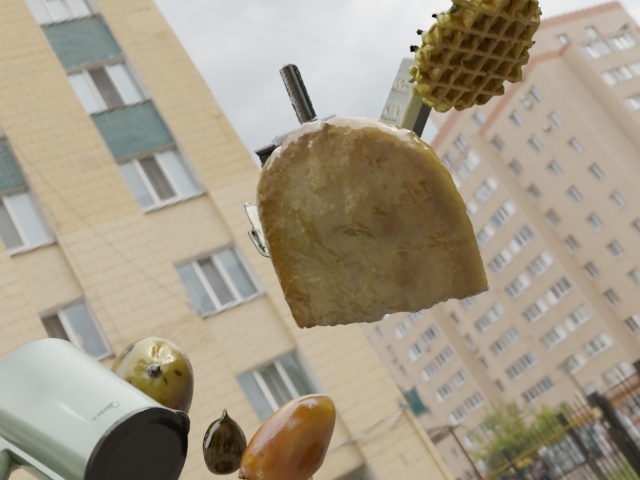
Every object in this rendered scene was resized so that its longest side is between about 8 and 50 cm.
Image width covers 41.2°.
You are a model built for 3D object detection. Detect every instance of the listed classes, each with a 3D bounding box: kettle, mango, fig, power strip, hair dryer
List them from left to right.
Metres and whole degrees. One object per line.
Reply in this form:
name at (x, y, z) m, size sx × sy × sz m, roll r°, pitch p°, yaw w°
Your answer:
kettle at (-0.489, 0.391, 1.622) m, size 0.361 × 0.376 × 0.250 m, roll -37°, pitch -51°, yaw -35°
mango at (-0.454, 0.460, 2.172) m, size 0.301 × 0.220 × 0.445 m, roll -87°, pitch 13°, yaw -67°
fig at (-0.215, 0.449, 1.917) m, size 0.103 × 0.109 × 0.155 m, roll -5°, pitch -61°, yaw -18°
hair dryer at (-0.087, -0.338, 2.343) m, size 0.244 × 0.303 × 0.116 m, roll -20°, pitch -16°, yaw -3°
mango at (-0.055, 0.415, 1.751) m, size 0.252 × 0.154 × 0.126 m, roll -44°, pitch 26°, yaw -27°
power strip at (0.189, -0.288, 1.889) m, size 0.070 × 0.105 × 0.257 m, roll 19°, pitch -85°, yaw -31°

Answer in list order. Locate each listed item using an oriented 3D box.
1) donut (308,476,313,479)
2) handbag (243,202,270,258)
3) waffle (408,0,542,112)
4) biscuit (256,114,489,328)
donut at (-0.072, 0.607, 2.194) m, size 0.059 × 0.141 × 0.140 m, roll -22°, pitch -14°, yaw 27°
handbag at (0.000, 0.000, 2.120) m, size 0.358 × 0.237 × 0.160 m, roll 24°, pitch -62°, yaw -37°
waffle at (0.316, -0.374, 1.701) m, size 0.329 × 0.062 × 0.329 m, roll -18°, pitch -36°, yaw -14°
biscuit at (0.079, -0.021, 1.605) m, size 0.429 × 0.447 × 0.104 m, roll -3°, pitch 28°, yaw 29°
